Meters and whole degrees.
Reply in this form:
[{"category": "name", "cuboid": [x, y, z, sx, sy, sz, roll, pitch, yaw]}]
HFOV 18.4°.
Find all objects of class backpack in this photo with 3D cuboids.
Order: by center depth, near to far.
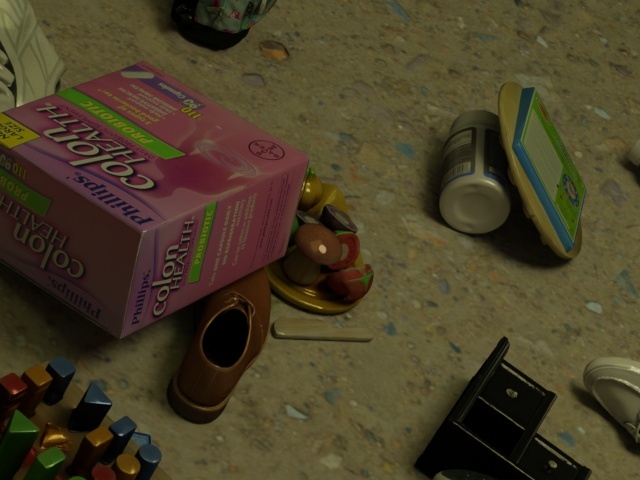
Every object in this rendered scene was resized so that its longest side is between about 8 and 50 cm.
[{"category": "backpack", "cuboid": [-0.084, -0.314, 2.167, 0.115, 0.182, 0.152, 18, 39, -17]}]

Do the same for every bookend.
[{"category": "bookend", "cuboid": [0.195, 0.197, 1.885, 0.157, 0.072, 0.156, 36, 38, 5]}]

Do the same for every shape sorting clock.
[{"category": "shape sorting clock", "cuboid": [0.240, -0.076, 2.175, 0.206, 0.040, 0.206, 43, 37, -45]}]

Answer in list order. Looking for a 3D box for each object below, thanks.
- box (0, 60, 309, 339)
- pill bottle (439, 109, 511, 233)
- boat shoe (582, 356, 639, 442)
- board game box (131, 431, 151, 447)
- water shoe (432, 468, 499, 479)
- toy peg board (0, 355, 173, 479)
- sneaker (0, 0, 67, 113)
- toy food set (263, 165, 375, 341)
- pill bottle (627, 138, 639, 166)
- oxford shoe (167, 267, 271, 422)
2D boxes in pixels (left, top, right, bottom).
[{"category": "box", "cuboid": [-0.173, -0.045, 1.820, 0.213, 0.117, 0.243, 31, 35, 25]}, {"category": "pill bottle", "cuboid": [0.171, -0.078, 2.166, 0.078, 0.078, 0.137, 23, 39, -12]}, {"category": "boat shoe", "cuboid": [0.344, 0.188, 2.013, 0.184, 0.066, 0.063, 38, 36, -8]}, {"category": "board game box", "cuboid": [-0.213, 0.232, 1.586, 0.160, 0.047, 0.210, 15, 40, -20]}, {"category": "water shoe", "cuboid": [0.182, 0.278, 1.779, 0.203, 0.080, 0.073, 26, 13, 14]}, {"category": "toy peg board", "cuboid": [-0.205, 0.161, 1.566, 0.161, 0.079, 0.160, 43, 39, 14]}, {"category": "sneaker", "cuboid": [-0.317, -0.196, 1.953, 0.118, 0.110, 0.292, 12, 50, -35]}, {"category": "toy food set", "cuboid": [0.000, 0.000, 1.969, 0.128, 0.071, 0.218, 10, 43, -26]}, {"category": "pill bottle", "cuboid": [0.423, -0.078, 2.351, 0.116, 0.065, 0.065, 42, 39, 14]}, {"category": "oxford shoe", "cuboid": [-0.079, 0.076, 1.830, 0.076, 0.076, 0.212, 25, 36, -6]}]
